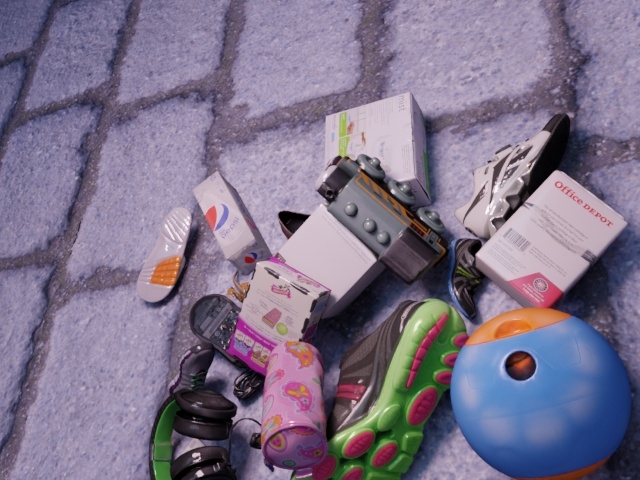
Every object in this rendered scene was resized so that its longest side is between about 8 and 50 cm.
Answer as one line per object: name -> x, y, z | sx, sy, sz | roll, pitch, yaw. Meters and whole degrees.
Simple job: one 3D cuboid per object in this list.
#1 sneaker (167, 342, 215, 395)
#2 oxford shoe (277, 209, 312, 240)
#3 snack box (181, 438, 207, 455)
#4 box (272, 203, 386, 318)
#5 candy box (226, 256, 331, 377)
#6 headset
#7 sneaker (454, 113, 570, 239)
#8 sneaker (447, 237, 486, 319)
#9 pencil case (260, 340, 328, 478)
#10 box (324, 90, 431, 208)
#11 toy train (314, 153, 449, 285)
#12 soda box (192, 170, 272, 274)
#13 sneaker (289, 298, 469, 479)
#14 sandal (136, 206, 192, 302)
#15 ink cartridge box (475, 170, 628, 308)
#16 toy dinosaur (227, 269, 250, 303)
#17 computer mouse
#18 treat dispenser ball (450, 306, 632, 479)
sneaker -> -0.278, 0.321, 1.561 | 0.098, 0.083, 0.224 | 60, 140, 28
oxford shoe -> 0.000, 0.000, 1.630 | 0.271, 0.098, 0.097 | 22, 73, 37
snack box -> -0.311, 0.530, 1.530 | 0.064, 0.022, 0.178 | 28, 78, 38
box -> 0.023, 0.045, 1.518 | 0.182, 0.119, 0.181 | -47, 74, 14
candy box -> -0.092, 0.174, 1.475 | 0.159, 0.071, 0.233 | 29, 113, 20
headset -> -0.216, 0.426, 1.424 | 0.394, 0.185, 0.243 | -24, 61, 45
sneaker -> 0.408, -0.154, 1.482 | 0.146, 0.122, 0.330 | 32, 79, 37
sneaker -> 0.310, 0.074, 1.433 | 0.078, 0.067, 0.188 | -11, 55, 27
pencil case -> -0.047, 0.310, 1.304 | 0.124, 0.124, 0.284 | -29, 24, 11
box -> 0.135, -0.201, 1.660 | 0.231, 0.127, 0.262 | -13, 56, 21
toy train -> 0.132, -0.052, 1.461 | 0.334, 0.190, 0.142 | 42, 115, 1
soda box -> -0.233, -0.050, 1.793 | 0.091, 0.098, 0.286 | -37, 51, 5
sneaker -> 0.108, 0.323, 1.357 | 0.483, 0.185, 0.202 | -52, 20, -3
sandal -> -0.398, 0.044, 1.840 | 0.102, 0.076, 0.265 | 21, 84, 14
ink cartridge box -> 0.448, 0.010, 1.348 | 0.237, 0.100, 0.172 | -46, 70, -3
toy dinosaur -> -0.181, 0.130, 1.661 | 0.064, 0.112, 0.211 | -49, 58, -4
computer mouse -> -0.200, 0.234, 1.626 | 0.272, 0.072, 0.188 | 37, 81, 27
treat dispenser ball -> 0.364, 0.257, 1.150 | 0.288, 0.288, 0.288 | -14, 56, 22
